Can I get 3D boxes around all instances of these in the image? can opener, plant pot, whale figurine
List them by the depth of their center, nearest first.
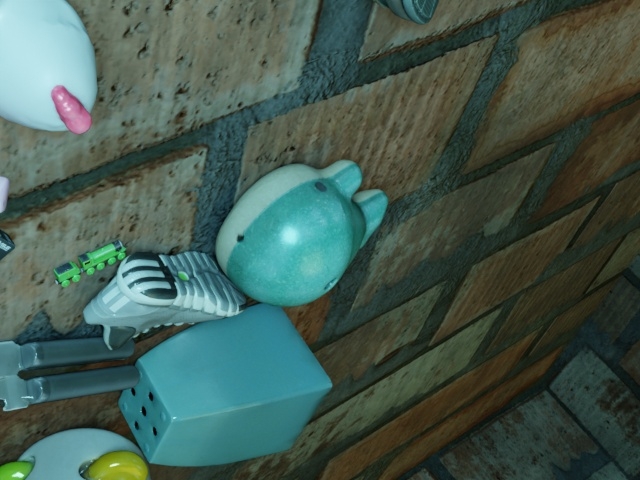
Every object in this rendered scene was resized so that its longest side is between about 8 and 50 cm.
[{"bbox_3d":[-0.333,0.152,1.073,0.095,0.075,0.283,-16,170,31],"label":"can opener"},{"bbox_3d":[0.000,0.000,1.184,0.272,0.141,0.216,-5,138,-53],"label":"whale figurine"},{"bbox_3d":[-0.144,0.212,1.320,0.234,0.165,0.165,-10,142,-40],"label":"plant pot"}]

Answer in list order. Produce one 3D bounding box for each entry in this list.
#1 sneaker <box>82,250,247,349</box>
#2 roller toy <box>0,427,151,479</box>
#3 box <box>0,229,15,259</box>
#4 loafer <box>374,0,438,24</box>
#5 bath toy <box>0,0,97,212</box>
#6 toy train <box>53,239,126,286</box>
[{"bbox_3d":[-0.194,0.077,1.127,0.132,0.086,0.229,-37,156,19],"label":"sneaker"},{"bbox_3d":[-0.312,0.359,1.254,0.210,0.146,0.191,-19,125,-5],"label":"roller toy"},{"bbox_3d":[-0.328,0.008,0.865,0.067,0.018,0.083,-40,156,-1],"label":"box"},{"bbox_3d":[0.054,-0.286,0.878,0.267,0.084,0.096,37,70,-69],"label":"loafer"},{"bbox_3d":[-0.299,-0.040,0.692,0.348,0.129,0.151,-39,156,-5],"label":"bath toy"},{"bbox_3d":[-0.246,0.023,1.016,0.083,0.017,0.023,-29,143,-25],"label":"toy train"}]
